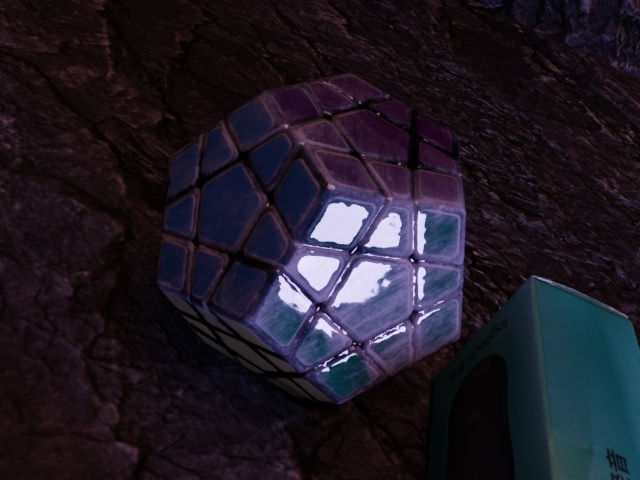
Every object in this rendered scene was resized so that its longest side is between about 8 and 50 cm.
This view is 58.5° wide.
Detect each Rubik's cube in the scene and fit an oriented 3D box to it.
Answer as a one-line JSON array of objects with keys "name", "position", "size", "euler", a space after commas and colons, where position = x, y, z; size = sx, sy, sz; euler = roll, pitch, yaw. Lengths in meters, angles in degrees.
[{"name": "Rubik's cube", "position": [0.000, 0.000, 0.560], "size": [0.264, 0.319, 0.319], "euler": [19, 34, -52]}]

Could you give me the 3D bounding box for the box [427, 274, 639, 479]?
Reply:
[{"name": "box", "position": [0.182, 0.209, 0.495], "size": [0.118, 0.205, 0.311], "euler": [23, 42, -4]}]
